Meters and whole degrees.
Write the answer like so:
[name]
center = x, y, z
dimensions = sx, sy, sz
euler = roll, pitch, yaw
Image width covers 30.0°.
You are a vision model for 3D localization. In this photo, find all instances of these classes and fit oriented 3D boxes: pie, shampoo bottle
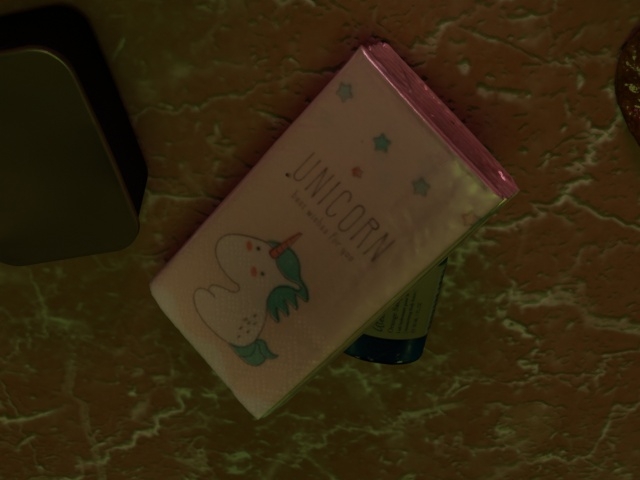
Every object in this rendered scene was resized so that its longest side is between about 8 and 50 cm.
[pie]
center = 0.299, -0.154, 0.944
dimensions = 0.088, 0.033, 0.191
euler = 35, 128, -13
[shampoo bottle]
center = 0.068, 0.035, 1.096
dimensions = 0.087, 0.050, 0.183
euler = 9, 128, 0

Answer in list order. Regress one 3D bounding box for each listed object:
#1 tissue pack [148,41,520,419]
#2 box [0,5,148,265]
[tissue pack]
center = 0.000, 0.000, 1.027
dimensions = 0.170, 0.071, 0.325
euler = 48, 121, 7
[box]
center = -0.236, -0.087, 0.995
dimensions = 0.145, 0.090, 0.201
euler = -10, 127, 12
